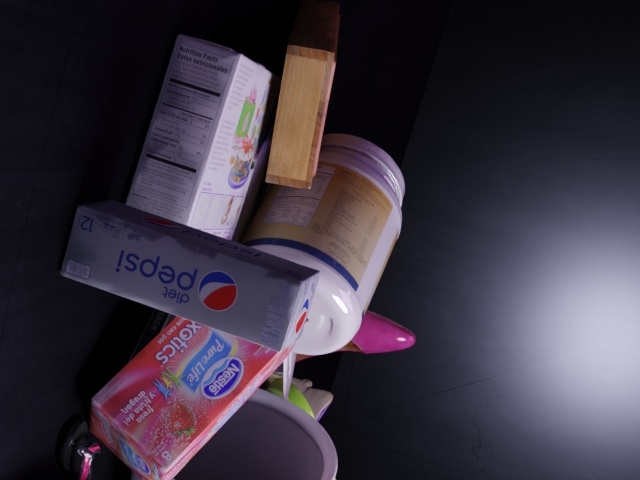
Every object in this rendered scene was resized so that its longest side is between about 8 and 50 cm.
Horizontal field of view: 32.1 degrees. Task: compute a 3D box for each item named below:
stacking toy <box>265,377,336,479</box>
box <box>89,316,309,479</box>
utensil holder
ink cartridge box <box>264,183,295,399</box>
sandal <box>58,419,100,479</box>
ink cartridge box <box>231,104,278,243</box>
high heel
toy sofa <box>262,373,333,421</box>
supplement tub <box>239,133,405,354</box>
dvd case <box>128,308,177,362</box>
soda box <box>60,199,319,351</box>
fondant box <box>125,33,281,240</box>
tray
[{"bbox_3d":[-0.120,0.394,2.202,0.130,0.309,0.280,-30,125,-28],"label":"stacking toy"},{"bbox_3d":[-0.174,0.191,1.581,0.300,0.142,0.154,-45,172,-27],"label":"box"},{"bbox_3d":[-0.176,0.483,1.864,0.327,0.327,0.386,-51,159,-61],"label":"utensil holder"},{"bbox_3d":[-0.087,0.096,1.986,0.207,0.119,0.353,93,6,-52],"label":"ink cartridge box"},{"bbox_3d":[-0.328,0.309,1.552,0.179,0.040,0.067,95,18,-50],"label":"sandal"},{"bbox_3d":[-0.117,-0.117,1.794,0.224,0.045,0.223,97,8,-46],"label":"ink cartridge box"},{"bbox_3d":[-0.010,0.218,2.099,0.127,0.377,0.181,48,52,-52],"label":"high heel"},{"bbox_3d":[-0.112,0.469,2.512,0.362,0.177,0.150,-58,162,-53],"label":"toy sofa"},{"bbox_3d":[0.000,0.000,1.797,0.228,0.228,0.316,96,16,-49],"label":"supplement tub"},{"bbox_3d":[-0.228,0.125,1.767,0.179,0.029,0.239,86,24,-63],"label":"dvd case"},{"bbox_3d":[-0.152,0.038,1.318,0.098,0.286,0.091,-26,133,-77],"label":"soda box"},{"bbox_3d":[-0.167,-0.095,1.526,0.238,0.096,0.330,-3,112,-79],"label":"fondant box"},{"bbox_3d":[-0.021,-0.245,1.750,0.411,0.076,0.203,-83,-177,-68],"label":"tray"}]
